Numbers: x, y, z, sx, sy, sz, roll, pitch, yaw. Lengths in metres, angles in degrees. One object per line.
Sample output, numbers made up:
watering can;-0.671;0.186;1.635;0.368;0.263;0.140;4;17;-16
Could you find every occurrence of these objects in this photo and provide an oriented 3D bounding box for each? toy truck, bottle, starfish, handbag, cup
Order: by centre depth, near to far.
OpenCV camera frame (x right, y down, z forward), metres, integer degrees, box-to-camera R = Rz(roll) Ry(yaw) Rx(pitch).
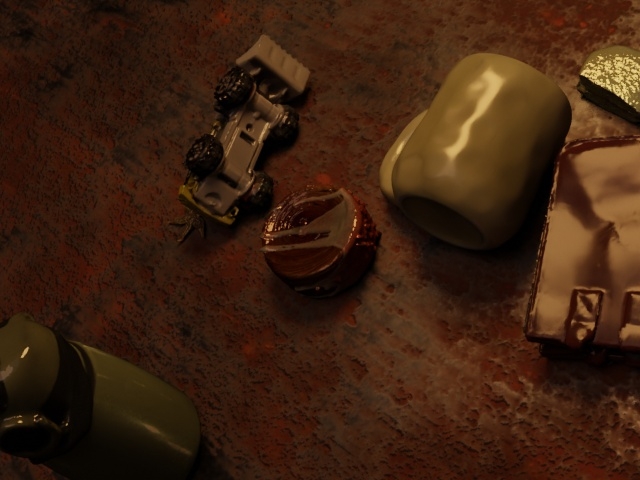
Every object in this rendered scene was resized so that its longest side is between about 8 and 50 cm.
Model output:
handbag;0.376;0.010;1.095;0.260;0.084;0.276;0;63;29
bottle;-0.300;0.210;1.198;0.168;0.347;0.169;-14;58;23
cup;0.166;-0.117;1.233;0.255;0.173;0.202;20;72;36
toy truck;-0.121;-0.163;1.459;0.111;0.136;0.286;-3;58;52
starfish;-0.195;-0.035;1.498;0.086;0.016;0.092;29;77;36

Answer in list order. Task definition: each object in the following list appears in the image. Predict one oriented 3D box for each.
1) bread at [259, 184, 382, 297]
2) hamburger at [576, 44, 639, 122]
bread;0.000;0.000;1.326;0.160;0.073;0.161;-16;52;22
hamburger;0.394;-0.205;1.235;0.084;0.054;0.121;-44;53;-5
